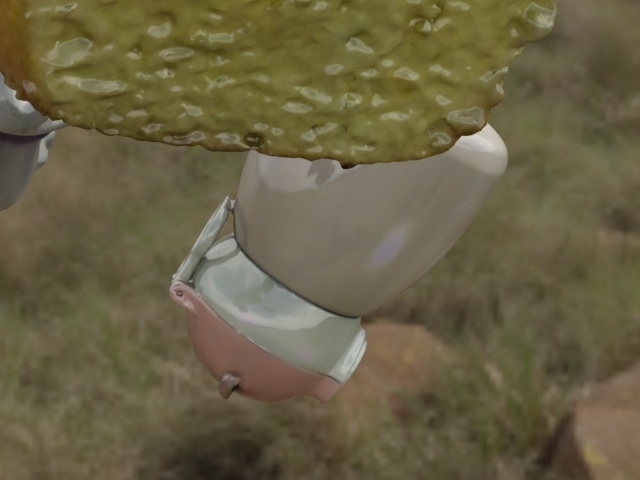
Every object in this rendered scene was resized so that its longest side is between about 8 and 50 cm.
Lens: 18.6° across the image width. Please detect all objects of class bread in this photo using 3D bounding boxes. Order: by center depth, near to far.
[{"bbox_3d":[-0.008,-0.078,0.538,0.187,0.103,0.065,7,34,-17],"label":"bread"}]

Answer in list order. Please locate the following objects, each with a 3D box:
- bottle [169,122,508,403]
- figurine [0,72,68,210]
[{"bbox_3d":[0.000,0.000,1.247,0.147,0.236,0.147,31,13,-8],"label":"bottle"},{"bbox_3d":[-0.125,-0.100,0.975,0.421,0.154,0.193,-36,-16,2],"label":"figurine"}]
